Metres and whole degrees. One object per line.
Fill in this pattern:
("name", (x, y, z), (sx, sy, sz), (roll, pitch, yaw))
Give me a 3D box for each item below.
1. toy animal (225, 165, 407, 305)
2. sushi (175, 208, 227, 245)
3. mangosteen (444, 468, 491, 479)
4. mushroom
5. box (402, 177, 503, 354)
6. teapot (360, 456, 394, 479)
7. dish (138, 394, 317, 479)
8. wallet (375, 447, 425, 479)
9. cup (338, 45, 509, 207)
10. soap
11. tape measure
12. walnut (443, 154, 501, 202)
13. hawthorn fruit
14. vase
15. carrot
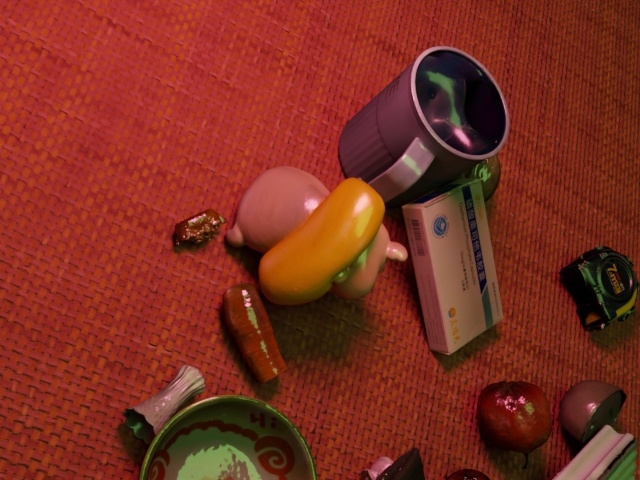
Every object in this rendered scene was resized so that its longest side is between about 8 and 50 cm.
("toy animal", (-0.012, 0.019, 1.754), (0.247, 0.345, 0.278), (39, 70, -54))
("sushi", (-0.236, -0.024, 1.714), (0.118, 0.061, 0.060), (-28, 95, -17))
("mangosteen", (0.301, 0.542, 1.785), (0.140, 0.140, 0.140), (13, 64, -28))
("mushroom", (0.631, 0.393, 2.050), (0.188, 0.141, 0.117), (-13, 44, -39))
("box", (0.297, 0.054, 1.926), (0.200, 0.065, 0.344), (-25, 110, -37))
("teapot", (0.117, 0.476, 1.729), (0.064, 0.064, 0.083), (-18, 112, -29))
("dish", (-0.175, 0.437, 1.520), (0.324, 0.124, 0.324), (7, 73, -25))
("wallet", (0.169, 0.540, 1.671), (0.168, 0.052, 0.245), (-24, 106, -58))
("cup", (0.214, -0.204, 1.910), (0.256, 0.311, 0.331), (17, 63, -25))
("soap", (0.613, 0.544, 1.958), (0.261, 0.094, 0.150), (-30, 126, -37))
("tape measure", (0.717, 0.118, 2.221), (0.186, 0.112, 0.199), (-22, 89, -29))
("walnut", (0.364, -0.164, 2.100), (0.140, 0.140, 0.162), (19, 76, -25))
("hawthorn fruit", (0.427, 0.401, 1.897), (0.157, 0.157, 0.194), (-14, 89, -35))
("vase", (-0.271, 0.284, 1.550), (0.081, 0.081, 0.148), (51, 50, -4))
("carrot", (-0.130, 0.178, 1.677), (0.087, 0.087, 0.193), (-16, 81, -36))
